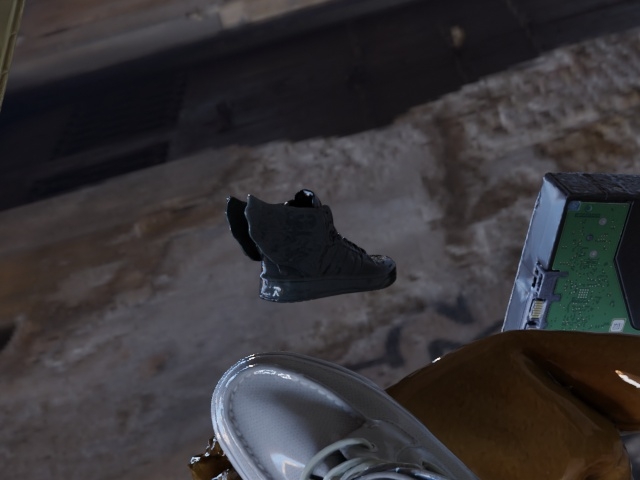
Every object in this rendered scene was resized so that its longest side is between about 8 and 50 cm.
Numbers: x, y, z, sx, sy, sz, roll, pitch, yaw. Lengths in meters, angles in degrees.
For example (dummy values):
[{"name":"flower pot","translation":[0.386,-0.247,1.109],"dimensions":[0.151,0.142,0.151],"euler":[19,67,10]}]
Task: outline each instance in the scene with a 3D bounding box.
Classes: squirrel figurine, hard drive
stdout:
[{"name":"squirrel figurine","translation":[0.063,0.266,0.735],"dimensions":[0.281,0.397,0.370],"euler":[97,-178,-48]},{"name":"hard drive","translation":[0.374,0.045,1.285],"dimensions":[0.064,0.339,0.237],"euler":[-121,36,-57]}]

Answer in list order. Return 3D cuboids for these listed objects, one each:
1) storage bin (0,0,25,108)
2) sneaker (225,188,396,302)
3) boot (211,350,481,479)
[{"name":"storage bin","translation":[-0.339,-0.092,0.774],"dimensions":[0.262,0.123,0.260],"euler":[-42,-15,-46]},{"name":"sneaker","translation":[-0.002,0.000,0.953],"dimensions":[0.170,0.051,0.089],"euler":[-8,-79,-41]},{"name":"boot","translation":[0.032,0.125,0.599],"dimensions":[0.258,0.095,0.123],"euler":[32,169,26]}]
